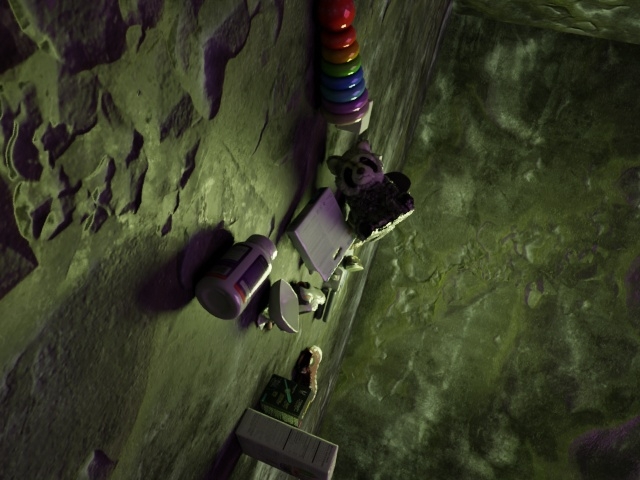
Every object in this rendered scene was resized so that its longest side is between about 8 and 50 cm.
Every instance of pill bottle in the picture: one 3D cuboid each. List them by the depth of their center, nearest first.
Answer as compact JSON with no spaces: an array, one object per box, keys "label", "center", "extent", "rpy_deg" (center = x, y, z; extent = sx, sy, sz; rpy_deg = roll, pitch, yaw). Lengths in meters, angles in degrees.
[{"label":"pill bottle","center":[-0.172,0.070,0.951],"extent":[0.193,0.108,0.108],"rpy_deg":[-55,158,-48]}]

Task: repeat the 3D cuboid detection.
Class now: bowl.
[{"label":"bowl","center":[-0.115,0.202,1.332],"extent":[0.142,0.053,0.141],"rpy_deg":[61,20,-49]}]

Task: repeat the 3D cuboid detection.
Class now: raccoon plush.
[{"label":"raccoon plush","center":[0.135,-0.150,1.566],"extent":[0.216,0.299,0.446],"rpy_deg":[-30,172,-17]}]

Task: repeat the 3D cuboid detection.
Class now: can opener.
[{"label":"can opener","center":[0.046,0.243,2.044],"extent":[0.093,0.074,0.280],"rpy_deg":[-21,128,-73]}]

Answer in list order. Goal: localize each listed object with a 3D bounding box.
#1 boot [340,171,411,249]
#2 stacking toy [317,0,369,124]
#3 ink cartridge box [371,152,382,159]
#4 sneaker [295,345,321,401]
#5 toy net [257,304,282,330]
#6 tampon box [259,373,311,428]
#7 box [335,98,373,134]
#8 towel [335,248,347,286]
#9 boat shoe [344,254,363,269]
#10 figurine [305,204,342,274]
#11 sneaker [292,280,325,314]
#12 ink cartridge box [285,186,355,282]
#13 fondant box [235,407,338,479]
[{"label":"boot","center":[0.227,-0.124,1.946],"extent":[0.377,0.138,0.284],"rpy_deg":[-45,170,-29]},{"label":"stacking toy","center":[0.051,-0.470,1.133],"extent":[0.330,0.141,0.141],"rpy_deg":[79,32,-51]},{"label":"ink cartridge box","center":[0.195,-0.283,1.987],"extent":[0.371,0.069,0.175],"rpy_deg":[-47,153,-64]},{"label":"sneaker","center":[-0.078,0.627,2.026],"extent":[0.162,0.107,0.281],"rpy_deg":[35,63,-70]},{"label":"toy net","center":[-0.137,0.233,1.408],"extent":[0.232,0.045,0.122],"rpy_deg":[36,73,-75]},{"label":"tampon box","center":[-0.129,0.601,1.646],"extent":[0.120,0.161,0.101],"rpy_deg":[-57,159,-44]},{"label":"box","center":[0.114,-0.422,1.468],"extent":[0.101,0.087,0.101],"rpy_deg":[-50,153,-56]},{"label":"towel","center":[0.124,0.095,2.240],"extent":[0.285,0.034,0.209],"rpy_deg":[88,24,-54]},{"label":"boat shoe","center":[0.165,0.115,2.186],"extent":[0.228,0.081,0.068],"rpy_deg":[40,39,-78]},{"label":"figurine","center":[0.000,0.000,1.573],"extent":[0.209,0.093,0.214],"rpy_deg":[93,21,-57]},{"label":"sneaker","center":[-0.047,0.193,1.602],"extent":[0.271,0.101,0.107],"rpy_deg":[-17,93,-82]},{"label":"ink cartridge box","center":[0.006,-0.019,1.403],"extent":[0.223,0.045,0.223],"rpy_deg":[-53,128,-35]},{"label":"fondant box","center":[-0.113,0.716,1.503],"extent":[0.238,0.331,0.096],"rpy_deg":[92,21,-49]}]
